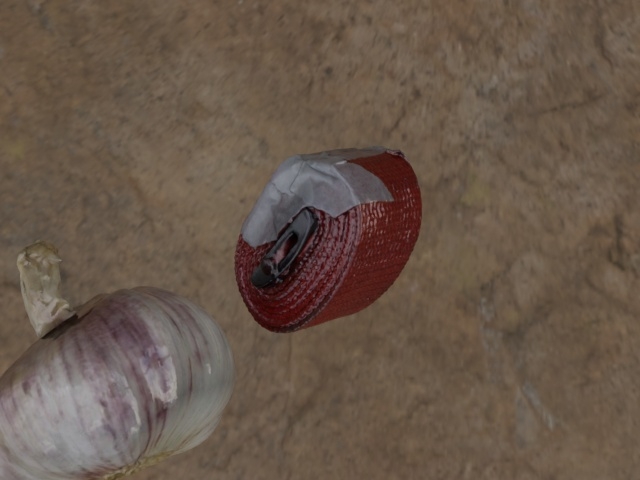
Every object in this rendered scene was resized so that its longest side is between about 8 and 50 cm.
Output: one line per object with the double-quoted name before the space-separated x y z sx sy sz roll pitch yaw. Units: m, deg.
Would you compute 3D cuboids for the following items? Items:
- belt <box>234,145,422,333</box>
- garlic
"belt" 0.000 0.000 1.178 0.128 0.124 0.201 51 128 22
"garlic" -0.216 0.102 1.141 0.245 0.245 0.253 -33 72 16
